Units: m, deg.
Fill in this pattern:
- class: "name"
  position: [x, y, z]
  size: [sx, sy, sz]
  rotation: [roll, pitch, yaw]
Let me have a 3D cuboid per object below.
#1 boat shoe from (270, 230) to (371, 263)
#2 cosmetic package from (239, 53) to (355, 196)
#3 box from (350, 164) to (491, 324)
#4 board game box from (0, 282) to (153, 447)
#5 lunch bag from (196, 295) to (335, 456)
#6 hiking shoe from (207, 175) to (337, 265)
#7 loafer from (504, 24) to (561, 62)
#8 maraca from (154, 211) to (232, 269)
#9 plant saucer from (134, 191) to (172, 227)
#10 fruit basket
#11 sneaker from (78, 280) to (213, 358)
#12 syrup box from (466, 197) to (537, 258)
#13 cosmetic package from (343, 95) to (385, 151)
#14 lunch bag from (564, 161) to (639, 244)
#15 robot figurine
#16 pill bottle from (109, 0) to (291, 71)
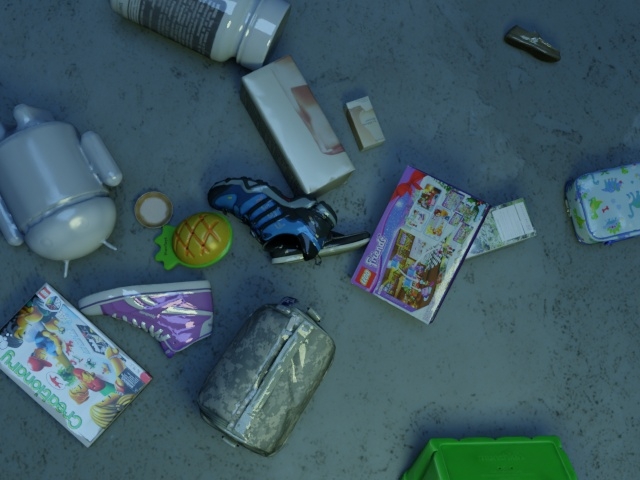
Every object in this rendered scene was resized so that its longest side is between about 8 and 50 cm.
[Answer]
- class: "boat shoe"
  position: [0.000, 0.000, 1.839]
  size: [0.233, 0.084, 0.079]
  rotation: [-9, 81, -6]
- class: "cosmetic package"
  position: [-0.055, -0.242, 1.838]
  size: [0.129, 0.153, 0.296]
  rotation: [-28, 87, -11]
- class: "box"
  position: [0.219, 0.008, 1.808]
  size: [0.201, 0.057, 0.293]
  rotation: [28, 98, 16]
- class: "board game box"
  position: [-0.531, 0.260, 1.734]
  size: [0.305, 0.053, 0.193]
  rotation: [42, 78, 0]
- class: "lunch bag"
  position: [-0.105, 0.280, 1.690]
  size: [0.212, 0.256, 0.305]
  rotation: [33, 77, -2]
- class: "hiking shoe"
  position: [-0.121, -0.048, 1.770]
  size: [0.304, 0.113, 0.132]
  rotation: [14, 66, 21]
- class: "loafer"
  position: [0.524, -0.483, 2.010]
  size: [0.148, 0.056, 0.050]
  rotation: [25, 84, -4]
- class: "maraca"
  position: [-0.277, 0.002, 1.795]
  size: [0.185, 0.099, 0.127]
  rotation: [-12, 66, 14]
- class: "plant saucer"
  position: [-0.370, -0.067, 1.830]
  size: [0.083, 0.015, 0.083]
  rotation: [1, 79, -7]
- class: "fruit basket"
  position: [0.360, 0.614, 1.743]
  size: [0.392, 0.283, 0.392]
  rotation: [-4, 124, -5]
- class: "sneaker"
  position: [-0.368, 0.174, 1.751]
  size: [0.282, 0.102, 0.161]
  rotation: [-4, 84, -9]
- class: "syrup box"
  position: [0.361, -0.013, 1.888]
  size: [0.237, 0.096, 0.093]
  rotation: [-18, 82, -8]
- class: "cosmetic package"
  position: [0.102, -0.271, 1.920]
  size: [0.060, 0.041, 0.115]
  rotation: [-21, 84, -12]
- class: "lunch bag"
  position: [0.699, -0.084, 1.953]
  size: [0.219, 0.090, 0.176]
  rotation: [-13, 82, -10]
- class: "robot figurine"
  position: [-0.555, -0.108, 1.715]
  size: [0.300, 0.200, 0.353]
  rotation: [-29, 85, 16]
- class: "pill bottle"
  position: [-0.262, -0.524, 1.825]
  size: [0.361, 0.204, 0.204]
  rotation: [25, 78, -3]
